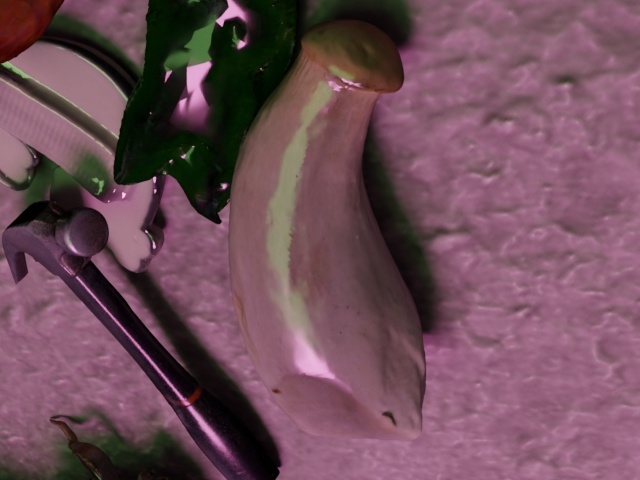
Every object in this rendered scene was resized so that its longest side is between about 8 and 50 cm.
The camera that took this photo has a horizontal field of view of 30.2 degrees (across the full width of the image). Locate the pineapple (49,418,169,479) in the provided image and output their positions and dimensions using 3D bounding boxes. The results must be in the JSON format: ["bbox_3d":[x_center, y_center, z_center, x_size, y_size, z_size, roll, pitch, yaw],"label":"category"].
[{"bbox_3d":[-0.197,0.295,0.984,0.262,0.262,0.272,43,108,-9],"label":"pineapple"}]

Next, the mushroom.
[{"bbox_3d":[0.000,0.000,0.705,0.118,0.103,0.270,-4,122,7],"label":"mushroom"}]

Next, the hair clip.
[{"bbox_3d":[-0.185,-0.076,0.777,0.220,0.054,0.140,33,128,-3],"label":"hair clip"}]

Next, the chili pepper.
[{"bbox_3d":[-0.067,-0.099,0.690,0.098,0.061,0.224,8,127,-6],"label":"chili pepper"}]

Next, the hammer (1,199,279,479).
[{"bbox_3d":[-0.123,0.086,0.858,0.137,0.037,0.290,4,137,51],"label":"hammer"}]

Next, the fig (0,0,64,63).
[{"bbox_3d":[-0.248,-0.182,0.660,0.231,0.143,0.160,9,136,19],"label":"fig"}]
